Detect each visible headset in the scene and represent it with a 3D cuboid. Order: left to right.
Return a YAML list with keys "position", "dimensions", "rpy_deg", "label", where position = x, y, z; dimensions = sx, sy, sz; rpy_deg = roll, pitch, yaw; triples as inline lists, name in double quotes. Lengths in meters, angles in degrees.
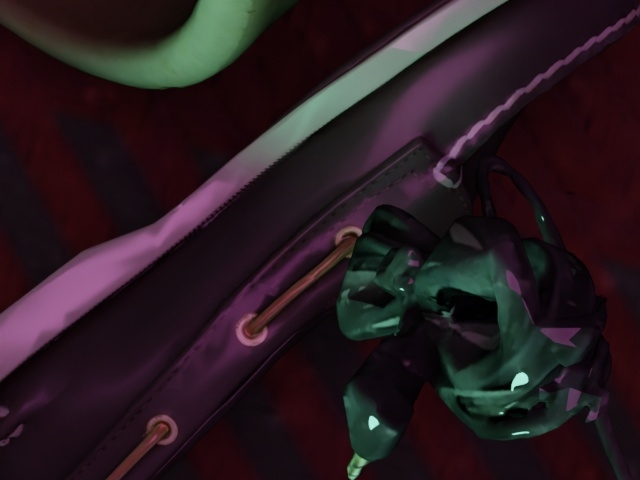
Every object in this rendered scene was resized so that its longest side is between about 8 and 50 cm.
- position: [0.180, 0.098, 0.462]
  dimensions: [0.394, 0.185, 0.243]
  rpy_deg: [30, 85, -9]
  label: "headset"

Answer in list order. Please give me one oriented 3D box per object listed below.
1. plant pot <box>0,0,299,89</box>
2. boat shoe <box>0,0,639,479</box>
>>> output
- position: [-0.029, -0.205, 0.480]
  dimensions: [0.229, 0.263, 0.263]
  rpy_deg: [-41, 86, -22]
  label: "plant pot"
- position: [0.000, 0.000, 0.527]
  dimensions: [0.227, 0.081, 0.069]
  rpy_deg: [-36, 89, 4]
  label: "boat shoe"
